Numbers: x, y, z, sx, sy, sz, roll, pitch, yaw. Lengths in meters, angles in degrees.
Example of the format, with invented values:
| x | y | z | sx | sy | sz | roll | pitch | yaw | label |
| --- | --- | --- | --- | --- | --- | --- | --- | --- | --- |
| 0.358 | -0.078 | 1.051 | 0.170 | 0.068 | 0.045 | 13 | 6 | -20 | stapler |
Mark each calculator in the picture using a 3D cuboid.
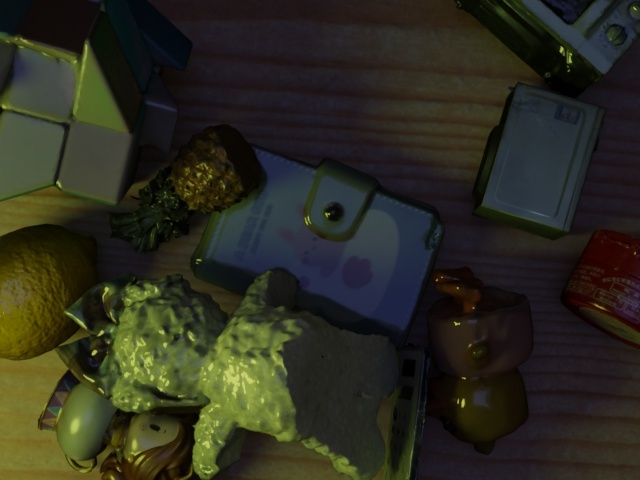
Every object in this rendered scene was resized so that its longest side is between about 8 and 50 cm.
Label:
| x | y | z | sx | sy | sz | roll | pitch | yaw | label |
| --- | --- | --- | --- | --- | --- | --- | --- | --- | --- |
| 0.128 | 0.283 | 1.596 | 0.021 | 0.161 | 0.261 | 8 | 84 | -8 | calculator |

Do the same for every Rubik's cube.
| x | y | z | sx | sy | sz | roll | pitch | yaw | label |
| --- | --- | --- | --- | --- | --- | --- | --- | --- | --- |
| -0.382 | -0.223 | 1.531 | 0.358 | 0.387 | 0.368 | 13 | 96 | -9 | Rubik's cube |

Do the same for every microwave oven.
| x | y | z | sx | sy | sz | roll | pitch | yaw | label |
| --- | --- | --- | --- | --- | --- | --- | --- | --- | --- |
| 0.336 | -0.120 | 1.653 | 0.163 | 0.129 | 0.205 | 18 | 84 | 3 | microwave oven |
| 0.346 | -0.377 | 1.622 | 0.295 | 0.237 | 0.181 | 42 | 87 | 2 | microwave oven |

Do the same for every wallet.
| x | y | z | sx | sy | sz | roll | pitch | yaw | label |
| --- | --- | --- | --- | --- | --- | --- | --- | --- | --- |
| 0.000 | 0.000 | 1.663 | 0.360 | 0.083 | 0.252 | 21 | 90 | 1 | wallet |

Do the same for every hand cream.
| x | y | z | sx | sy | sz | roll | pitch | yaw | label |
| --- | --- | --- | --- | --- | --- | --- | --- | --- | --- |
| 0.471 | 0.079 | 1.605 | 0.193 | 0.193 | 0.125 | 31 | 84 | 2 | hand cream |

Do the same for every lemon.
| x | y | z | sx | sy | sz | roll | pitch | yaw | label |
| --- | --- | --- | --- | --- | --- | --- | --- | --- | --- |
| -0.436 | 0.075 | 1.591 | 0.188 | 0.188 | 0.256 | 41 | 64 | 3 | lemon |

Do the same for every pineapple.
| x | y | z | sx | sy | sz | roll | pitch | yaw | label |
| --- | --- | --- | --- | --- | --- | --- | --- | --- | --- |
| -0.211 | -0.071 | 1.605 | 0.248 | 0.128 | 0.128 | -32 | 85 | 23 | pineapple |

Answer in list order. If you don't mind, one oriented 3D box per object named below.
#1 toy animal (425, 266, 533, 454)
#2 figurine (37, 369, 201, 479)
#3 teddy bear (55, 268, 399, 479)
| x | y | z | sx | sy | sz | roll | pitch | yaw | label |
| --- | --- | --- | --- | --- | --- | --- | --- | --- | --- |
| 0.237 | 0.187 | 1.603 | 0.169 | 0.195 | 0.281 | 3 | 99 | -2 | toy animal |
| -0.286 | 0.298 | 1.601 | 0.263 | 0.142 | 0.189 | 26 | 116 | 0 | figurine |
| -0.130 | 0.192 | 1.564 | 0.362 | 0.375 | 0.327 | 0 | 69 | 33 | teddy bear |
